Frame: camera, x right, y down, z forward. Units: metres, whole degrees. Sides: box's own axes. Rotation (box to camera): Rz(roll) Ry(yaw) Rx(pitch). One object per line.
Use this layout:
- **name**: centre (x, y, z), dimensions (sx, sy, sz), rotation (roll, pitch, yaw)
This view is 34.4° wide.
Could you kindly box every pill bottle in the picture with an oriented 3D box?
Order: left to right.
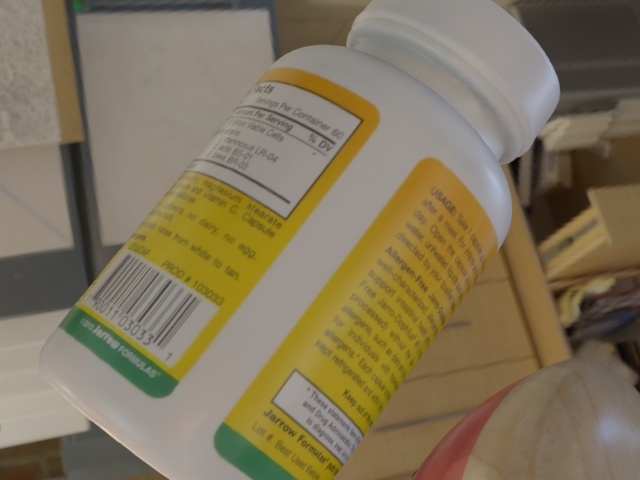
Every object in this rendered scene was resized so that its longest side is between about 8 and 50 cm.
- **pill bottle**: centre (0.000, 0.000, 0.404), dimensions (0.208, 0.117, 0.117), rotation (-53, 167, -12)

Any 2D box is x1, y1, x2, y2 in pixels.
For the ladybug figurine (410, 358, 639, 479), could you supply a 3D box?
- **ladybug figurine**: centre (0.116, 0.268, 0.539), dimensions (0.162, 0.449, 0.305), rotation (-14, 136, 30)
